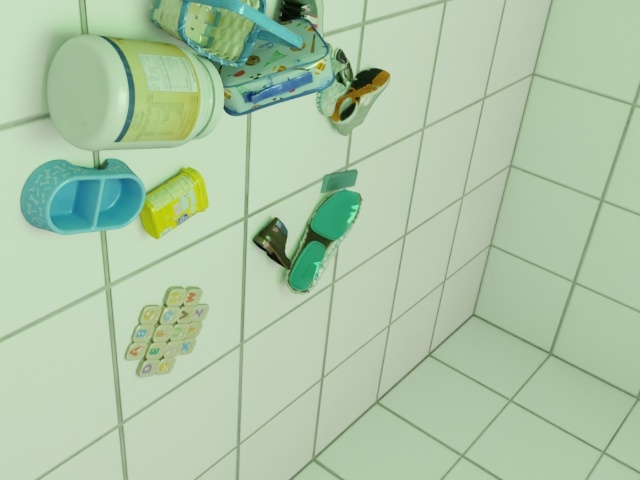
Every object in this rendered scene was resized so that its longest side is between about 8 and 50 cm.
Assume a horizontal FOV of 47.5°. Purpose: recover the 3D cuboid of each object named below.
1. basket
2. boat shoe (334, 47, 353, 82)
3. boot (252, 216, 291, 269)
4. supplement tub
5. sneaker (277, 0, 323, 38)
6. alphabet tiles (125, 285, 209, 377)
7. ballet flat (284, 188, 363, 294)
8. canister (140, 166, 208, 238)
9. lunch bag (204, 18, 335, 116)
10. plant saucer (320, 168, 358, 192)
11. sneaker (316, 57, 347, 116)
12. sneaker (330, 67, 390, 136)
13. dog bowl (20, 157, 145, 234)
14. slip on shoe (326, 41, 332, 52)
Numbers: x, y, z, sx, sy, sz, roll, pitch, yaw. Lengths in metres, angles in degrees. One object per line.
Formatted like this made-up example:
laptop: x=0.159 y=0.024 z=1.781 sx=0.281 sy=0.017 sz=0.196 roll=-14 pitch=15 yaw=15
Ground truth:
basket: x=-0.208 y=-0.492 z=1.591 sx=0.255 sy=0.289 sz=0.201 roll=13 pitch=102 yaw=-60
boat shoe: x=0.074 y=-0.538 z=2.243 sx=0.046 sy=0.038 sz=0.125 roll=-49 pitch=147 yaw=-23
boot: x=-0.125 y=0.014 z=2.332 sx=0.106 sy=0.082 sz=0.219 roll=-54 pitch=147 yaw=-9
supplement tub: x=-0.381 y=-0.306 z=1.535 sx=0.316 sy=0.228 sz=0.228 roll=-13 pitch=124 yaw=-54
sneaker: x=-0.082 y=-0.552 z=1.918 sx=0.178 sy=0.124 sz=0.295 roll=-55 pitch=152 yaw=-31
alphabet tiles: x=-0.436 y=0.265 z=2.112 sx=0.278 sy=0.021 sz=0.284 roll=8 pitch=107 yaw=-58
ballet flat: x=0.000 y=0.000 z=2.500 sx=0.408 sy=0.147 sz=0.147 roll=-57 pitch=150 yaw=-4
canister: x=-0.377 y=-0.095 z=1.864 sx=0.170 sy=0.073 sz=0.126 roll=-39 pitch=142 yaw=-33
lunch bag: x=-0.128 y=-0.416 z=1.759 sx=0.304 sy=0.243 sz=0.115 roll=-20 pitch=138 yaw=-6
plant saucer: x=0.069 y=-0.205 z=2.522 sx=0.192 sy=0.018 sz=0.067 roll=-16 pitch=126 yaw=-51
sneaker: x=0.041 y=-0.458 z=2.213 sx=0.071 sy=0.083 sz=0.190 roll=-37 pitch=143 yaw=-40
sneaker: x=0.129 y=-0.448 z=2.362 sx=0.262 sy=0.099 sz=0.121 roll=-45 pitch=154 yaw=-15
dog bowl: x=-0.521 y=-0.094 z=1.641 sx=0.297 sy=0.074 sz=0.165 roll=-10 pitch=121 yaw=-54
slip on shoe: x=0.002 y=-0.515 z=2.145 sx=0.041 sy=0.051 sz=0.135 roll=-1 pitch=108 yaw=-70
